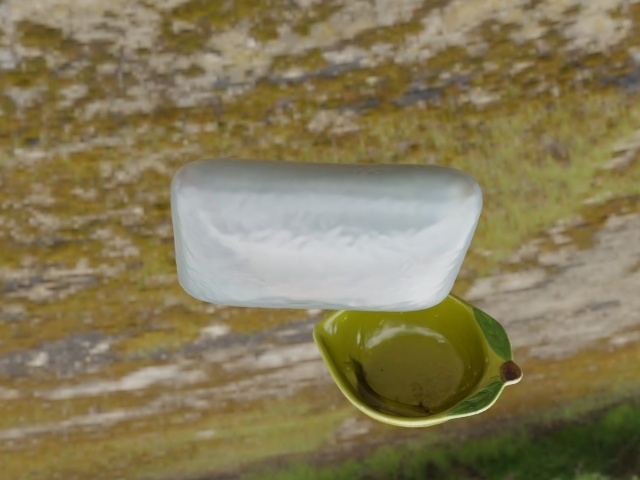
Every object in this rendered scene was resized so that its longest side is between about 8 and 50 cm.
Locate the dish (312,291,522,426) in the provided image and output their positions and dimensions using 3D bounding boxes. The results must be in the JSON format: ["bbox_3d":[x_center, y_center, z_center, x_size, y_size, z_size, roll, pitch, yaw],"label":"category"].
[{"bbox_3d":[0.096,0.123,1.201,0.207,0.149,0.080,14,155,15],"label":"dish"}]

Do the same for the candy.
[{"bbox_3d":[0.000,0.000,0.720,0.174,0.071,0.138,2,153,-3],"label":"candy"}]
